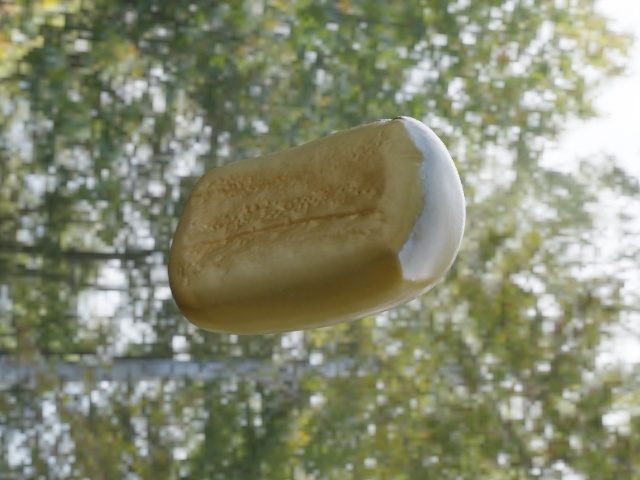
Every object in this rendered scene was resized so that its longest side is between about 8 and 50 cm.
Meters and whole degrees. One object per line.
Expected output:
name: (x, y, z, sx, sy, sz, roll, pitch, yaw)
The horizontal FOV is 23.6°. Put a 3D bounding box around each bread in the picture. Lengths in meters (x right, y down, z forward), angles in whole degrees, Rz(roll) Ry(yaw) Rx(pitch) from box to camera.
bread: (0.000, 0.000, 1.077, 0.217, 0.098, 0.147, -11, -133, 31)
